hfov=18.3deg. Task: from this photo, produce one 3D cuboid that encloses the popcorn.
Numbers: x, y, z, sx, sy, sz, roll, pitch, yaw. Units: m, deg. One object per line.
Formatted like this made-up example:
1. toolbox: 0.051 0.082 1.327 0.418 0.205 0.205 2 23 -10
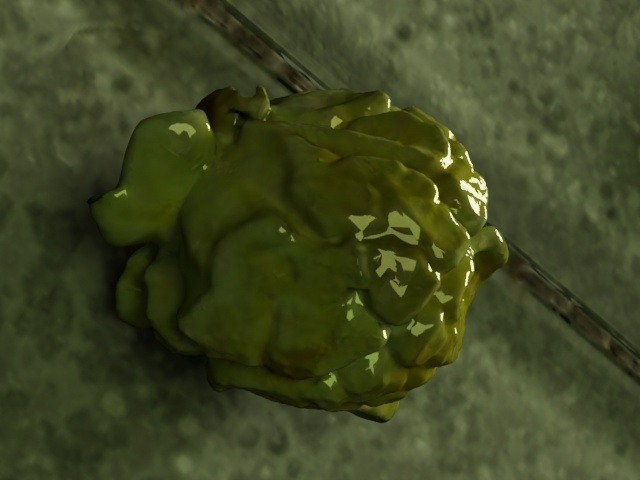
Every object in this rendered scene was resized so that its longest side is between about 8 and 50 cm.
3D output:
1. popcorn: 0.000 0.000 0.769 0.141 0.135 0.162 -43 108 -22
